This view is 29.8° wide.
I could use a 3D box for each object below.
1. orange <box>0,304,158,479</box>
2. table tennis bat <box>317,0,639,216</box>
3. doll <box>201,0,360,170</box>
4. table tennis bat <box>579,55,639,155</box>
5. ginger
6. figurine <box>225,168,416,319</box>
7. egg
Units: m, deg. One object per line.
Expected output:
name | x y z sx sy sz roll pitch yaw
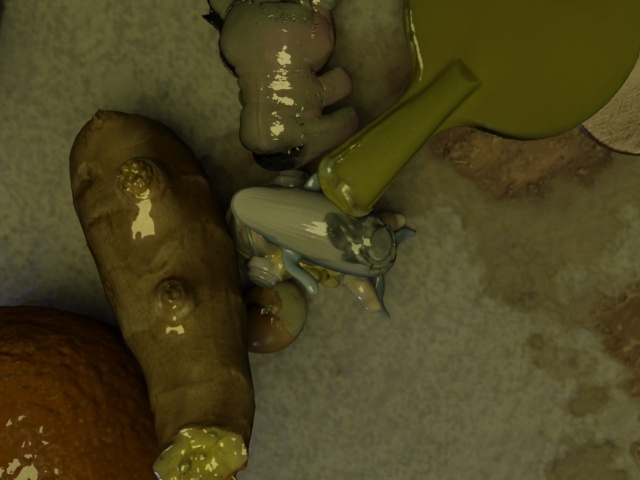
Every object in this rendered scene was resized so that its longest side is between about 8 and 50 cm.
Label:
orange | -0.271 0.243 1.158 0.322 0.322 0.356 -5 109 7
table tennis bat | 0.140 -0.160 1.083 0.368 0.054 0.224 -45 98 -7
doll | -0.041 -0.161 1.140 0.149 0.095 0.192 -6 91 33
table tennis bat | 0.278 -0.208 1.141 0.154 0.021 0.274 -29 101 11
ginger | -0.148 0.062 1.122 0.166 0.236 0.375 0 73 -14
figurine | 0.000 0.000 1.162 0.209 0.184 0.128 27 76 -35
egg | -0.053 0.079 1.225 0.071 0.071 0.083 42 123 -6
